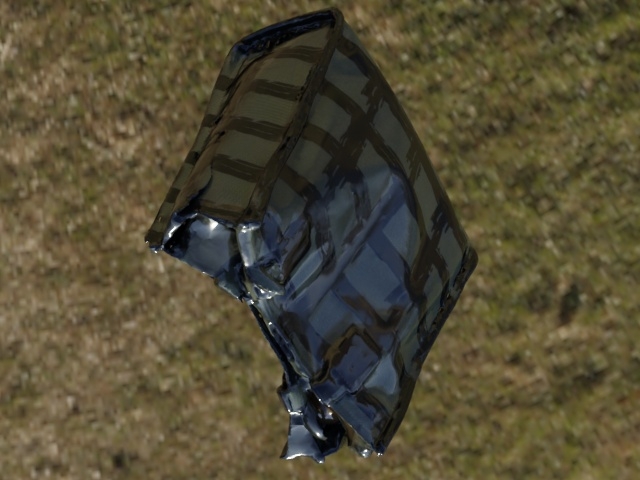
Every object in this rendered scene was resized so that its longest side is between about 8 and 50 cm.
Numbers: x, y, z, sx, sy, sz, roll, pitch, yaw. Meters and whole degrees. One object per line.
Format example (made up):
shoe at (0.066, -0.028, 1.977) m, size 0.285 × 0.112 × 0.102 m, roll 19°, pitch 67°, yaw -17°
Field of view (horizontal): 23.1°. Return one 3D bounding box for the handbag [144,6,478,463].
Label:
handbag at (0.000, 0.000, 1.479) m, size 0.163 × 0.327 × 0.325 m, roll -15°, pitch 121°, yaw 28°
